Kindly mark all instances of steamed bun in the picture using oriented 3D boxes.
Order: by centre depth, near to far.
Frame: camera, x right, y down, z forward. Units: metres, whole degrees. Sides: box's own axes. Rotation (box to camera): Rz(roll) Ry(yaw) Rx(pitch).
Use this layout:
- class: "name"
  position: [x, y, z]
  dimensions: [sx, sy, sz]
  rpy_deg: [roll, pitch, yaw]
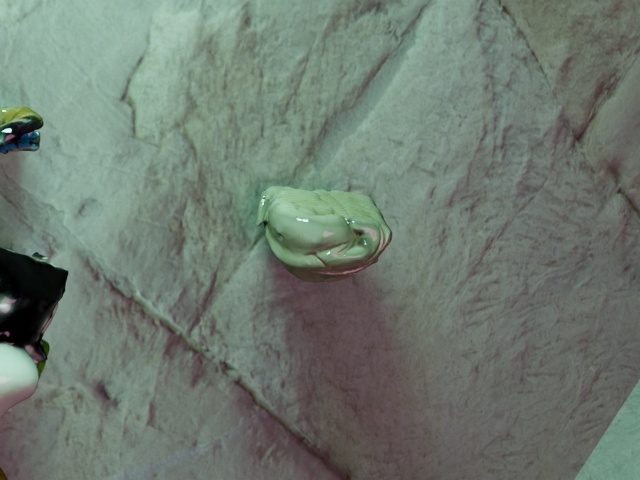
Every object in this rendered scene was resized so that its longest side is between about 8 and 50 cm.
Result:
- class: "steamed bun"
  position: [-0.002, 0.000, 2.161]
  dimensions: [0.211, 0.218, 0.144]
  rpy_deg: [7, 107, -20]

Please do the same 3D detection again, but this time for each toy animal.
- class: "toy animal"
  position: [-0.443, 0.128, 1.742]
  dimensions: [0.212, 0.212, 0.267]
  rpy_deg: [13, 88, -48]

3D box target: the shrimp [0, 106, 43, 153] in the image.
- class: "shrimp"
  position: [-0.537, -0.076, 1.648]
  dimensions: [0.445, 0.110, 0.221]
  rpy_deg: [-24, 131, -32]

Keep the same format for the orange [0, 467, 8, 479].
- class: "orange"
  position: [-0.523, 0.373, 1.771]
  dimensions: [0.264, 0.264, 0.264]
  rpy_deg: [-23, 125, -37]
